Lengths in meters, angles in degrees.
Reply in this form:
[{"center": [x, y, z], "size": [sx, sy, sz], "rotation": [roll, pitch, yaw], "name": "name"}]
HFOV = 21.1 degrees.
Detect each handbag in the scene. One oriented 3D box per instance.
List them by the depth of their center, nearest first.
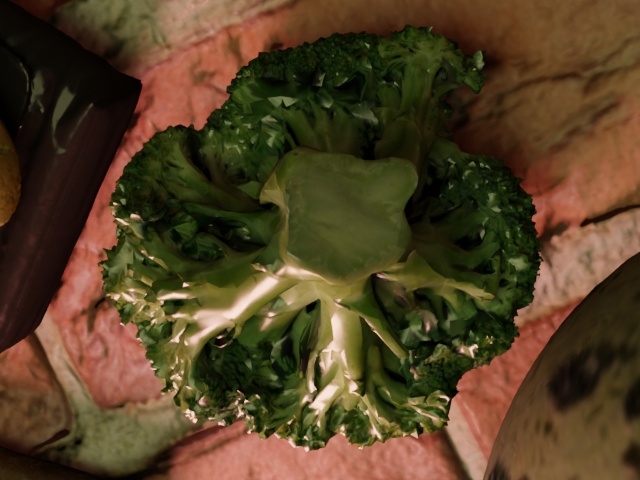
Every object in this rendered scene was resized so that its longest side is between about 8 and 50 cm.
[{"center": [-0.255, -0.066, 1.194], "size": [0.223, 0.080, 0.247], "rotation": [34, 117, 15], "name": "handbag"}]

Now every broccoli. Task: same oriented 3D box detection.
[{"center": [0.000, 0.000, 1.045], "size": [0.269, 0.241, 0.262], "rotation": [-1, 88, -9], "name": "broccoli"}]

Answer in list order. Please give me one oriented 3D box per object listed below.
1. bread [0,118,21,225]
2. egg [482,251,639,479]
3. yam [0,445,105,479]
[{"center": [-0.261, -0.059, 1.115], "size": [0.117, 0.064, 0.156], "rotation": [-37, 84, 32], "name": "bread"}, {"center": [0.240, 0.141, 0.959], "size": [0.287, 0.287, 0.379], "rotation": [46, 114, 1], "name": "egg"}, {"center": [-0.246, 0.178, 1.278], "size": [0.274, 0.061, 0.061], "rotation": [18, 113, 15], "name": "yam"}]
